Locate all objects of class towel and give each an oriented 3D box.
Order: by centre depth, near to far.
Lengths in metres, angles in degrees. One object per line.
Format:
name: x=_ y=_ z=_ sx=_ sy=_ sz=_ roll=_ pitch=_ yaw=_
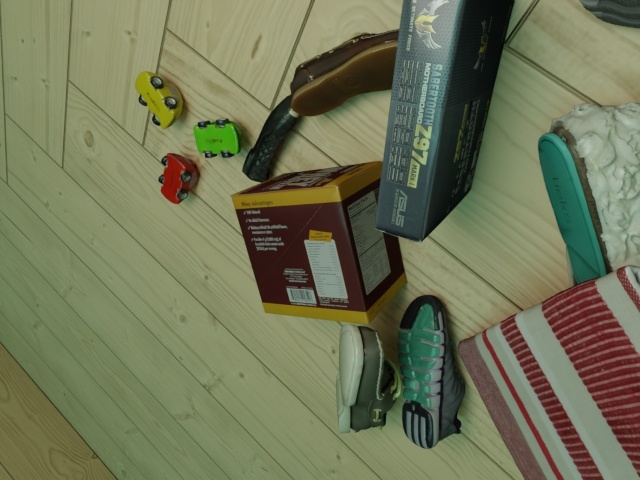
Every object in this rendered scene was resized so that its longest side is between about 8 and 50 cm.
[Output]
towel: x=0.281 y=0.184 z=0.478 sx=0.329 sy=0.037 sz=0.237 roll=110 pitch=139 yaw=-64

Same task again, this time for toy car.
toy car: x=-0.214 y=-0.178 z=0.777 sx=0.225 sy=0.053 sz=0.239 roll=8 pitch=116 yaw=32

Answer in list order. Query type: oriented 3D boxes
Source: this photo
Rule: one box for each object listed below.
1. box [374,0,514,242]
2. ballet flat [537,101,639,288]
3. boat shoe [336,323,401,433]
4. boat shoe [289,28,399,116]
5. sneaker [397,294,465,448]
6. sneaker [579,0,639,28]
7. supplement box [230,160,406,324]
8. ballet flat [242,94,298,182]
box: x=0.131 y=-0.137 z=0.467 sx=0.059 sy=0.183 sz=0.233 roll=19 pitch=120 yaw=28
ballet flat: x=0.334 y=0.054 z=0.458 sx=0.147 sy=0.147 sz=0.409 roll=-5 pitch=109 yaw=37
boat shoe: x=0.073 y=0.218 z=0.689 sx=0.091 sy=0.109 sz=0.305 roll=-2 pitch=141 yaw=-1
boat shoe: x=0.046 y=-0.225 z=0.559 sx=0.207 sy=0.073 sz=0.073 roll=-8 pitch=67 yaw=31
sneaker: x=0.176 y=0.192 z=0.677 sx=0.083 sy=0.098 sz=0.224 roll=5 pitch=93 yaw=56
sneaker: x=0.252 y=-0.281 z=0.311 sx=0.105 sy=0.115 sz=0.281 roll=38 pitch=175 yaw=38
supplement box: x=0.000 y=0.000 z=0.660 sx=0.191 sy=0.129 sz=0.194 roll=-1 pitch=111 yaw=36
ballet flat: x=-0.071 y=-0.159 z=0.698 sx=0.049 sy=0.057 sz=0.173 roll=20 pitch=135 yaw=-24
